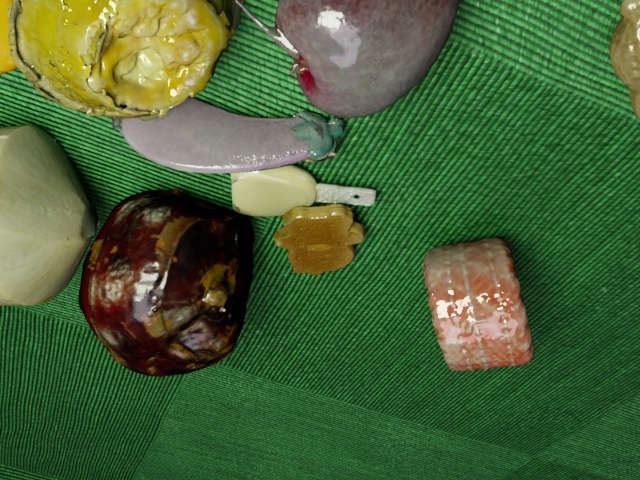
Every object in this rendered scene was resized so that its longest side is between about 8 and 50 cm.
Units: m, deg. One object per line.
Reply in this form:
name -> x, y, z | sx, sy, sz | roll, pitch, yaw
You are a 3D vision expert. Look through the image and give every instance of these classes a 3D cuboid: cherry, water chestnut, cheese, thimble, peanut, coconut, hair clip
cherry -> 0.047, -0.263, 0.776 | 0.266, 0.183, 0.213 | -16, 148, 5
water chestnut -> -0.287, 0.067, 1.092 | 0.347, 0.335, 0.335 | 10, 139, 22
cheese -> -0.030, -0.086, 1.066 | 0.251, 0.054, 0.127 | 5, 141, 0
thimble -> 0.286, 0.115, 1.110 | 0.162, 0.239, 0.239 | -14, 133, 15
peanut -> 0.453, -0.235, 0.830 | 0.104, 0.085, 0.228 | -33, 123, 23
coconut -> -0.520, -0.037, 1.010 | 0.323, 0.323, 0.323 | 3, 136, 3
hair clip -> -0.145, -0.161, 0.962 | 0.359, 0.095, 0.110 | 6, 106, -10

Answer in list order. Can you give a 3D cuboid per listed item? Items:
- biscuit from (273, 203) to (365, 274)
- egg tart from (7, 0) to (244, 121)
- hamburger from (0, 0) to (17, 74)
biscuit -> 0.000, 0.000, 1.140 | 0.166, 0.036, 0.225 | -6, 150, 3
egg tart -> -0.218, -0.254, 0.768 | 0.315, 0.120, 0.315 | -27, 152, -16
hamburger -> -0.445, -0.335, 0.771 | 0.246, 0.170, 0.246 | 7, 149, 4
